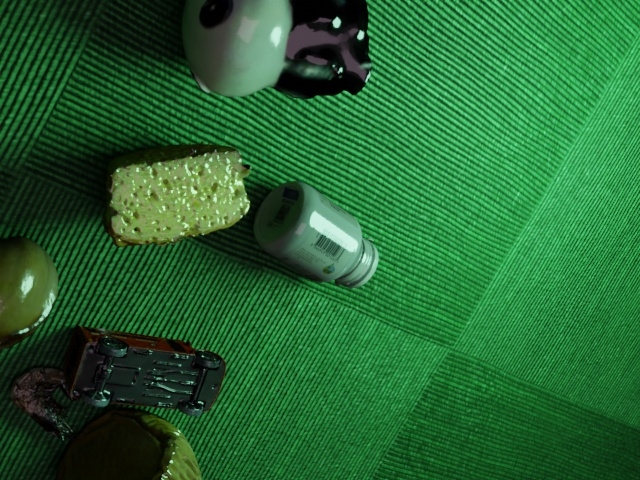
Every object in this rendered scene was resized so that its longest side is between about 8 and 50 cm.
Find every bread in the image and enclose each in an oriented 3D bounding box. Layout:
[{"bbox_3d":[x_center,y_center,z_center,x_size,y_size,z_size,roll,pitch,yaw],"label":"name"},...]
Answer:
[{"bbox_3d":[-0.311,0.403,1.412,0.227,0.253,0.142,-43,129,-18],"label":"bread"},{"bbox_3d":[-0.230,-0.081,1.306,0.229,0.139,0.143,-11,115,-28],"label":"bread"}]

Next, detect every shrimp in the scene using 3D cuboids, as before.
[{"bbox_3d":[-0.438,0.271,1.408,0.091,0.034,0.161,-37,124,-12],"label":"shrimp"}]

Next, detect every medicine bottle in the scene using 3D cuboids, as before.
[{"bbox_3d":[0.000,0.000,1.485,0.215,0.135,0.135,34,92,-37],"label":"medicine bottle"}]

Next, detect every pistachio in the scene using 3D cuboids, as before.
[{"bbox_3d":[-0.472,0.077,1.224,0.165,0.130,0.210,38,45,-3],"label":"pistachio"}]

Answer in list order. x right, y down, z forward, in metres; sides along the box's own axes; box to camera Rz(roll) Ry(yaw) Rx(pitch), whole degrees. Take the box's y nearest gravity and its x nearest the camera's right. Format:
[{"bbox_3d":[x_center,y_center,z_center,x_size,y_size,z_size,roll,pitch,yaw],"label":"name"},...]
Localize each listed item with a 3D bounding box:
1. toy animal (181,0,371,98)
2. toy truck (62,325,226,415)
[{"bbox_3d":[-0.073,-0.312,1.261,0.266,0.212,0.213,5,109,-21],"label":"toy animal"},{"bbox_3d":[-0.290,0.212,1.422,0.252,0.114,0.108,13,102,-33],"label":"toy truck"}]
